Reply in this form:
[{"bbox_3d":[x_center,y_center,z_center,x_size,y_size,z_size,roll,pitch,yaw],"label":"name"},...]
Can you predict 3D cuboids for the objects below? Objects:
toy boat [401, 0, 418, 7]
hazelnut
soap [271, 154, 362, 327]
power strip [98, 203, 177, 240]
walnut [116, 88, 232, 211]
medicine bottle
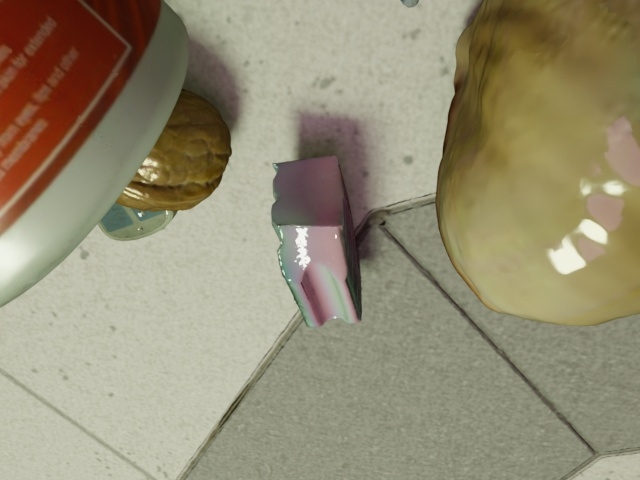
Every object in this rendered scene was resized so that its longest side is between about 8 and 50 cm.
[{"bbox_3d":[0.114,-0.266,0.335,0.142,0.129,0.309,31,123,1],"label":"toy boat"},{"bbox_3d":[0.179,-0.077,0.414,0.261,0.241,0.261,-18,135,-19],"label":"hazelnut"},{"bbox_3d":[0.000,0.000,0.554,0.056,0.100,0.149,-7,148,7],"label":"soap"},{"bbox_3d":[-0.203,-0.092,0.566,0.079,0.029,0.227,-17,120,20],"label":"power strip"},{"bbox_3d":[-0.130,-0.072,0.517,0.124,0.105,0.105,0,140,-45],"label":"walnut"},{"bbox_3d":[-0.240,-0.111,0.369,0.252,0.253,0.241,-28,131,25],"label":"medicine bottle"}]
